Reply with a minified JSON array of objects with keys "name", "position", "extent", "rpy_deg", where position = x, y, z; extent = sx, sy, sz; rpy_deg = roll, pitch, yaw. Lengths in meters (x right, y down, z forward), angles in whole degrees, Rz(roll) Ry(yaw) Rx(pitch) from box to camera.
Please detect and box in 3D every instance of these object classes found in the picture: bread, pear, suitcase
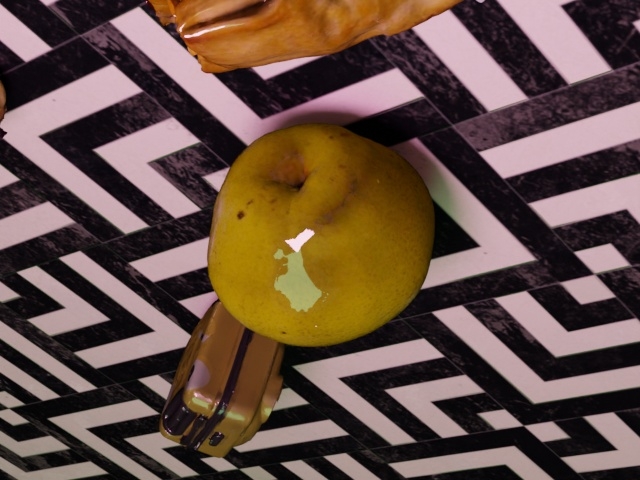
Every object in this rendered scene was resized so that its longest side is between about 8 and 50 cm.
[{"name":"bread","position":[-0.003,-0.237,1.055],"extent":[0.370,0.191,0.314],"rpy_deg":[-6,-174,0]},{"name":"pear","position":[0.000,0.000,1.659],"extent":[0.294,0.294,0.294],"rpy_deg":[12,146,8]},{"name":"suitcase","position":[-0.139,0.206,2.046],"extent":[0.143,0.235,0.194],"rpy_deg":[23,146,-10]}]

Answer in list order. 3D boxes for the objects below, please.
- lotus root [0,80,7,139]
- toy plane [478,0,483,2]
[{"name":"lotus root","position":[-0.526,-0.205,1.692],"extent":[0.160,0.152,0.275],"rpy_deg":[-8,139,46]},{"name":"toy plane","position":[0.144,-0.319,1.229],"extent":[0.252,0.118,0.252],"rpy_deg":[39,-179,-1]}]
